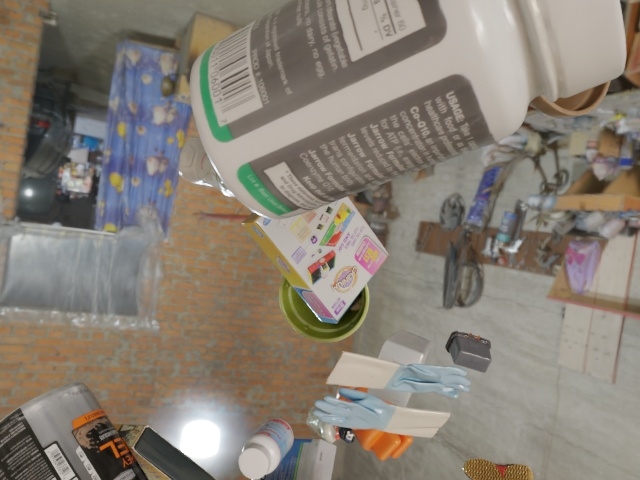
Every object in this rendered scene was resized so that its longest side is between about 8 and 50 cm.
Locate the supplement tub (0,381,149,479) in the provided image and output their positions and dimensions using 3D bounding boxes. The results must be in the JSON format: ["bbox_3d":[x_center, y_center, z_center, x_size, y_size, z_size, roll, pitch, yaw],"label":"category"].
[{"bbox_3d":[-0.448,0.455,0.969,0.338,0.207,0.207,52,-168,11],"label":"supplement tub"}]

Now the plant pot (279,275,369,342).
[{"bbox_3d":[0.029,0.163,1.692,0.276,0.276,0.254,9,-174,9],"label":"plant pot"}]

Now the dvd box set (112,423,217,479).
[{"bbox_3d":[-0.458,0.538,1.246,0.420,0.062,0.307,-13,127,35],"label":"dvd box set"}]

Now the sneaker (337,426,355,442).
[{"bbox_3d":[0.114,0.595,1.691,0.079,0.121,0.217,20,157,-7],"label":"sneaker"}]

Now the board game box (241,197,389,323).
[{"bbox_3d":[0.000,0.000,1.234,0.064,0.242,0.316,-6,126,54],"label":"board game box"}]

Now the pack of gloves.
[{"bbox_3d":[0.111,0.240,0.842,0.232,0.195,0.046,12,-142,-13],"label":"pack of gloves"}]

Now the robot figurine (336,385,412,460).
[{"bbox_3d":[0.120,0.390,1.202,0.158,0.128,0.219,-22,-131,-17],"label":"robot figurine"}]

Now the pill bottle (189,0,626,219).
[{"bbox_3d":[0.072,-0.166,0.510,0.361,0.204,0.204,-18,171,23],"label":"pill bottle"}]

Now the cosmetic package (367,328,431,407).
[{"bbox_3d":[0.173,0.263,1.108,0.085,0.117,0.231,20,180,15],"label":"cosmetic package"}]

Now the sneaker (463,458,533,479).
[{"bbox_3d":[0.496,0.658,1.470,0.185,0.069,0.084,4,152,13],"label":"sneaker"}]

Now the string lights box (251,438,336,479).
[{"bbox_3d":[-0.082,0.662,1.546,0.260,0.133,0.077,-18,137,42],"label":"string lights box"}]

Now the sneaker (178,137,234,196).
[{"bbox_3d":[-0.130,-0.108,0.897,0.115,0.090,0.232,20,-170,26],"label":"sneaker"}]

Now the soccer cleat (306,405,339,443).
[{"bbox_3d":[0.004,0.447,1.272,0.076,0.068,0.196,-8,178,-1],"label":"soccer cleat"}]

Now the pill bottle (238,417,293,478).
[{"bbox_3d":[-0.121,0.463,1.161,0.087,0.087,0.160,10,-177,13],"label":"pill bottle"}]

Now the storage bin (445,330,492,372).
[{"bbox_3d":[0.473,0.350,1.636,0.135,0.098,0.091,17,-156,-3],"label":"storage bin"}]

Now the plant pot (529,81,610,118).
[{"bbox_3d":[0.394,-0.327,0.923,0.237,0.237,0.110,8,175,-26],"label":"plant pot"}]
